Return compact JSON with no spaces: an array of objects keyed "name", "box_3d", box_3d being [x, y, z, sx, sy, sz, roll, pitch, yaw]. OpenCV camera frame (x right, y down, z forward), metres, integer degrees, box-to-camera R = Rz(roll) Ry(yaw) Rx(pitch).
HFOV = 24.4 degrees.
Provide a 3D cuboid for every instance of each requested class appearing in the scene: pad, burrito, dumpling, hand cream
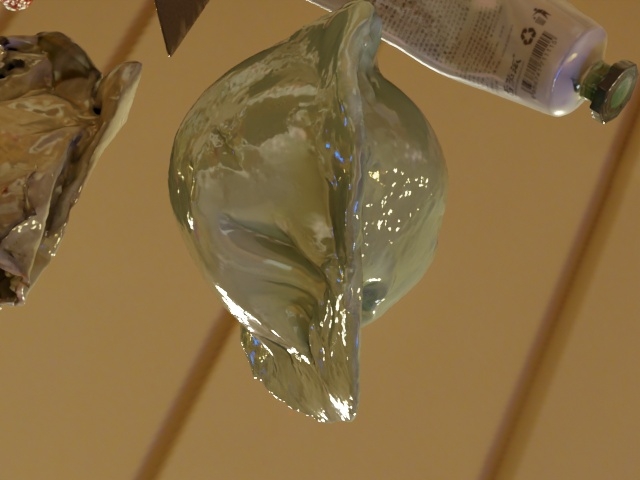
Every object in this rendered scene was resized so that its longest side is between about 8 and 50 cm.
[{"name":"pad","box_3d":[-0.123,-0.266,1.315,0.003,0.142,0.211,-5,-152,14]},{"name":"burrito","box_3d":[-0.330,-0.082,1.616,0.190,0.135,0.331,13,-128,18]},{"name":"dumpling","box_3d":[0.007,-0.024,1.159,0.212,0.320,0.270,-42,-136,-17]},{"name":"hand cream","box_3d":[0.107,-0.194,1.211,0.336,0.076,0.121,34,-63,28]}]

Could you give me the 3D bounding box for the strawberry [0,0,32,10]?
[{"name":"strawberry","box_3d":[-0.376,-0.317,1.797,0.073,0.083,0.073,-4,-117,7]}]
